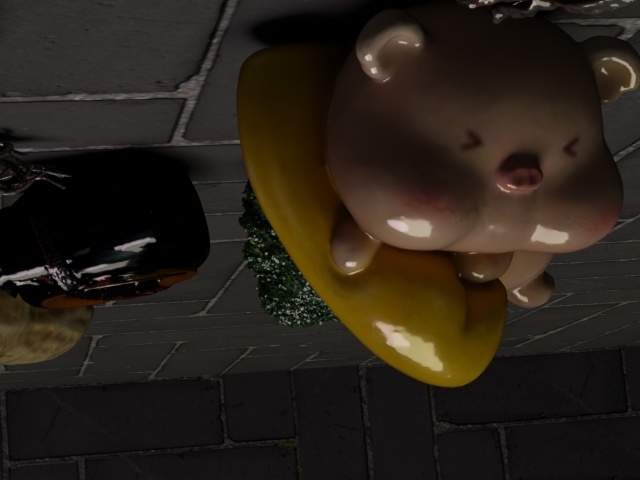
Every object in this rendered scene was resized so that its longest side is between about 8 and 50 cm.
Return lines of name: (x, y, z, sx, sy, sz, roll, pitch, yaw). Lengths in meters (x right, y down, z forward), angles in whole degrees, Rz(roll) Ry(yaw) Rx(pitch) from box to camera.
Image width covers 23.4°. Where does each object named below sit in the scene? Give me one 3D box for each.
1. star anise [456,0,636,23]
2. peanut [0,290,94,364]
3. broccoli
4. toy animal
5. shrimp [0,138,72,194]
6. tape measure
star anise: (0.148, -0.174, 0.895, 0.209, 0.089, 0.231, -6, -175, -41)
peanut: (-0.402, 0.084, 1.906, 0.153, 0.140, 0.325, -30, 161, 26)
broccoli: (0.000, 0.000, 1.581, 0.195, 0.195, 0.156, 5, -160, -43)
toy animal: (0.128, -0.049, 1.144, 0.345, 0.277, 0.247, 9, 149, -43)
shrimp: (-0.298, -0.066, 1.357, 0.165, 0.056, 0.065, -4, 164, -24)
tape measure: (-0.215, -0.005, 1.531, 0.202, 0.135, 0.223, -16, 171, 5)
